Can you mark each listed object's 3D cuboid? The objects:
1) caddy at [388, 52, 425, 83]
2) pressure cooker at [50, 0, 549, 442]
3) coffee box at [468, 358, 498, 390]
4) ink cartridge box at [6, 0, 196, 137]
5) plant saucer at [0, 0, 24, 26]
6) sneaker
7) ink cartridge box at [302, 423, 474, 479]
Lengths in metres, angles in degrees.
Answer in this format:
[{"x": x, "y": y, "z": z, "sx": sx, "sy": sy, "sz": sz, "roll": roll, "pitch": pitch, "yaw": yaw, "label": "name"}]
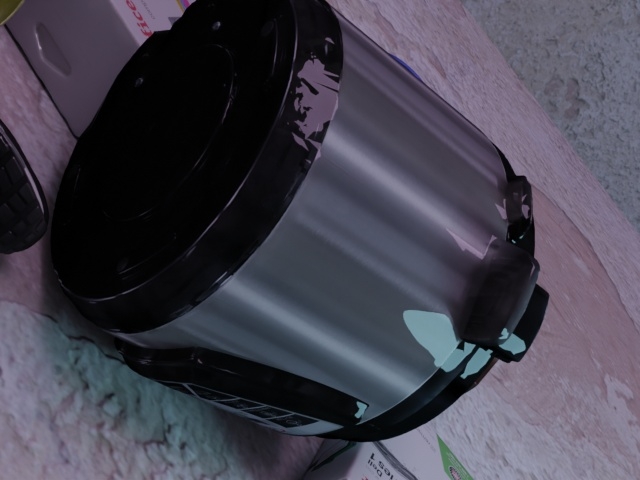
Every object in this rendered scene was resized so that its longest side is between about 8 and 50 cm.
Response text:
[{"x": 0.063, "y": -0.084, "z": 1.441, "sx": 0.341, "sy": 0.241, "sz": 0.179, "roll": 49, "pitch": 26, "yaw": 0, "label": "caddy"}, {"x": 0.004, "y": -0.005, "z": 1.118, "sx": 0.420, "sy": 0.375, "sz": 0.370, "roll": 33, "pitch": 31, "yaw": -36, "label": "pressure cooker"}, {"x": 0.172, "y": 0.133, "z": 1.573, "sx": 0.141, "sy": 0.098, "sz": 0.246, "roll": 55, "pitch": 24, "yaw": 3, "label": "coffee box"}, {"x": -0.205, "y": -0.242, "z": 1.350, "sx": 0.226, "sy": 0.131, "sz": 0.306, "roll": 57, "pitch": 23, "yaw": 5, "label": "ink cartridge box"}, {"x": -0.382, "y": -0.304, "z": 1.090, "sx": 0.241, "sy": 0.037, "sz": 0.241, "roll": -6, "pitch": 99, "yaw": -41, "label": "plant saucer"}, {"x": -0.326, "y": -0.121, "z": 1.007, "sx": 0.283, "sy": 0.107, "sz": 0.124, "roll": 50, "pitch": 22, "yaw": -8, "label": "sneaker"}, {"x": 0.069, "y": 0.275, "z": 1.213, "sx": 0.160, "sy": 0.092, "sz": 0.219, "roll": 51, "pitch": 24, "yaw": -5, "label": "ink cartridge box"}]
